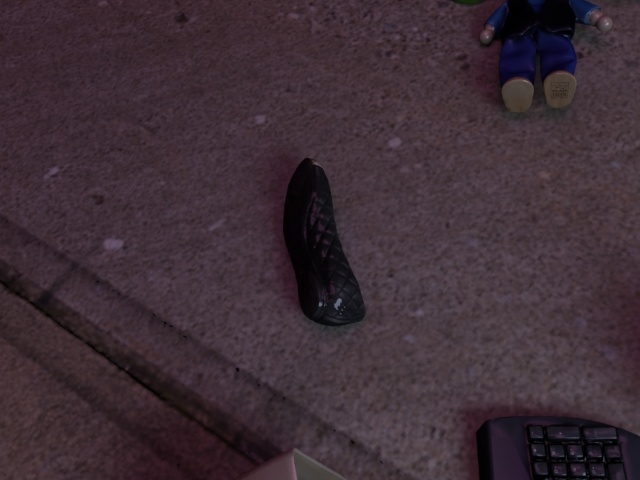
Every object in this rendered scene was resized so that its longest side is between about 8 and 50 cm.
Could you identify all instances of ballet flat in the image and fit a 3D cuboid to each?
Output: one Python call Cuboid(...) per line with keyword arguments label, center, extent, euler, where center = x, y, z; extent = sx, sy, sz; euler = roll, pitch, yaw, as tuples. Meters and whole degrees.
Cuboid(label="ballet flat", center=(0.000, 0.000, 0.650), extent=(0.049, 0.057, 0.173), euler=(12, 52, -30))

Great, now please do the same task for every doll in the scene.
Cuboid(label="doll", center=(0.221, -0.207, 0.728), extent=(0.129, 0.046, 0.189), euler=(-4, 51, 20))

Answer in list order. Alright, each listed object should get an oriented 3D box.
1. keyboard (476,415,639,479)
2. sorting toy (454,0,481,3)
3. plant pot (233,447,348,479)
Cuboid(label="keyboard", center=(0.131, 0.266, 0.458), extent=(0.202, 0.033, 0.317), euler=(-4, 57, 9))
Cuboid(label="sorting toy", center=(0.182, -0.302, 0.798), extent=(0.102, 0.042, 0.061), euler=(-25, 57, -5))
Cuboid(label="plant pot", center=(-0.032, 0.213, 0.484), extent=(0.096, 0.109, 0.109), euler=(-19, 56, 13))
